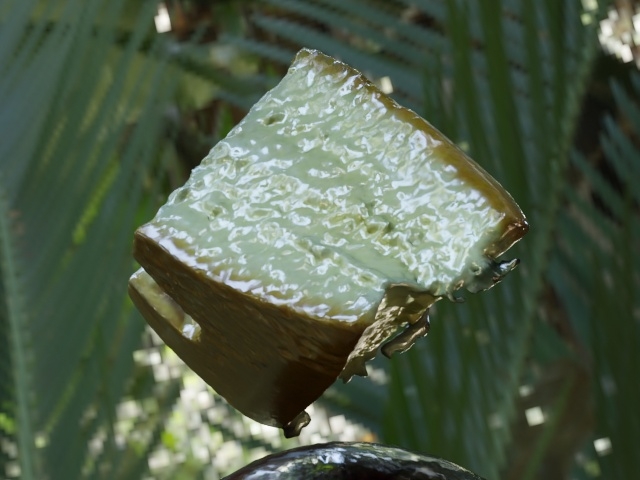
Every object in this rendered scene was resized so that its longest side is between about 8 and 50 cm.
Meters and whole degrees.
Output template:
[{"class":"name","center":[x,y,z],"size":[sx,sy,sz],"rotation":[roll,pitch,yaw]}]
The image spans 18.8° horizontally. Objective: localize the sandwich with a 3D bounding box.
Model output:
[{"class":"sandwich","center":[0.000,0.000,0.820],"size":[0.122,0.128,0.236],"rotation":[-46,-2,-16]}]

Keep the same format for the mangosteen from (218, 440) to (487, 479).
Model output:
[{"class":"mangosteen","center":[0.015,0.193,0.969],"size":[0.231,0.289,0.231],"rotation":[-1,-68,-3]}]
